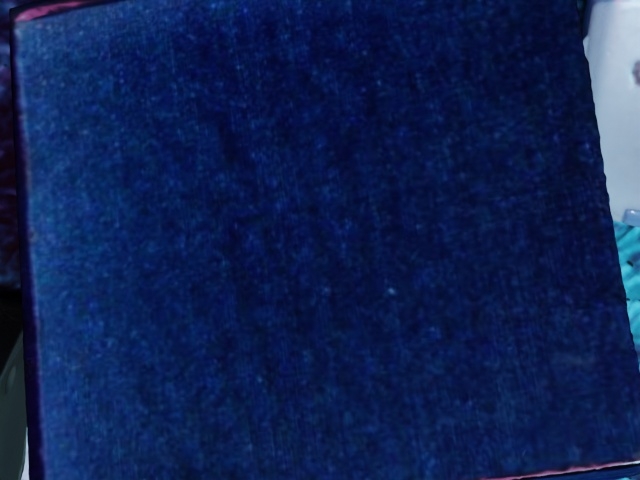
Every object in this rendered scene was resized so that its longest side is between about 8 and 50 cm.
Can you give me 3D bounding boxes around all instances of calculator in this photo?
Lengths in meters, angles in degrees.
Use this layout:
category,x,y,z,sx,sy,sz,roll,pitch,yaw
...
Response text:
category,x,y,z,sx,sy,sz,roll,pitch,yaw
calculator,0.196,-0.099,0.687,0.121,0.039,0.210,3,123,0

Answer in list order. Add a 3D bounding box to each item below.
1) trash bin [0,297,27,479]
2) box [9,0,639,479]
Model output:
category,x,y,z,sx,sy,sz,roll,pitch,yaw
trash bin,-0.313,0.104,0.813,0.240,0.122,0.164,14,123,-2
box,0.000,0.000,0.637,0.278,0.262,0.116,-8,167,9
